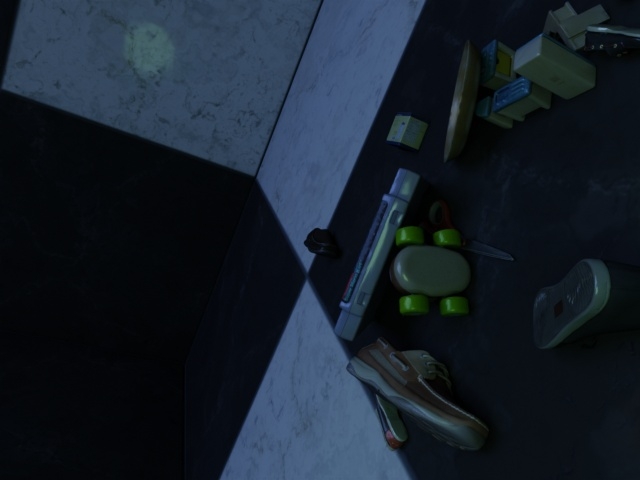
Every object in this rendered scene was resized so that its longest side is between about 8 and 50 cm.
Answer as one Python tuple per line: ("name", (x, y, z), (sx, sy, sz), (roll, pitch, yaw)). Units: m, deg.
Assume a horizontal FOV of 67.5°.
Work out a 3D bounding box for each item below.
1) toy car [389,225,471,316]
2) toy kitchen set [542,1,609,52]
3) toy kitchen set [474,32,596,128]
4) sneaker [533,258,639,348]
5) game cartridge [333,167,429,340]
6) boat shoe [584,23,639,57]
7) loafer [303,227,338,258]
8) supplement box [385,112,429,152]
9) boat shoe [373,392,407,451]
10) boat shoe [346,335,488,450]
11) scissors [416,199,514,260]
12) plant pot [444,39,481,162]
("toy car", (0.184, 0.078, 0.927), (0.188, 0.149, 0.154), (128, 144, -67))
("toy kitchen set", (0.426, -0.345, 0.796), (0.083, 0.068, 0.075), (67, -171, 17))
("toy kitchen set", (0.346, -0.315, 0.833), (0.207, 0.122, 0.165), (-21, 54, 63))
("sneaker", (0.348, 0.093, 0.592), (0.222, 0.118, 0.083), (82, -165, -67))
("game cartridge", (0.133, 0.025, 1.021), (0.230, 0.068, 0.354), (-1, -66, -69))
("boat shoe", (0.442, -0.287, 0.693), (0.133, 0.049, 0.041), (-129, 30, -57))
("loafer", (0.000, 0.000, 1.493), (0.078, 0.080, 0.220), (-71, 21, 5))
("supplement box", (0.218, -0.272, 1.205), (0.083, 0.056, 0.083), (-69, 22, 9))
("boat shoe", (0.132, 0.348, 0.954), (0.043, 0.049, 0.137), (-63, 28, 29))
("boat shoe", (0.167, 0.248, 0.846), (0.116, 0.123, 0.324), (-51, 29, -12))
("scissors", (0.266, 0.010, 0.929), (0.108, 0.021, 0.297), (-64, 24, 18))
("plant pot", (0.283, -0.271, 0.952), (0.236, 0.033, 0.236), (10, -90, -80))
